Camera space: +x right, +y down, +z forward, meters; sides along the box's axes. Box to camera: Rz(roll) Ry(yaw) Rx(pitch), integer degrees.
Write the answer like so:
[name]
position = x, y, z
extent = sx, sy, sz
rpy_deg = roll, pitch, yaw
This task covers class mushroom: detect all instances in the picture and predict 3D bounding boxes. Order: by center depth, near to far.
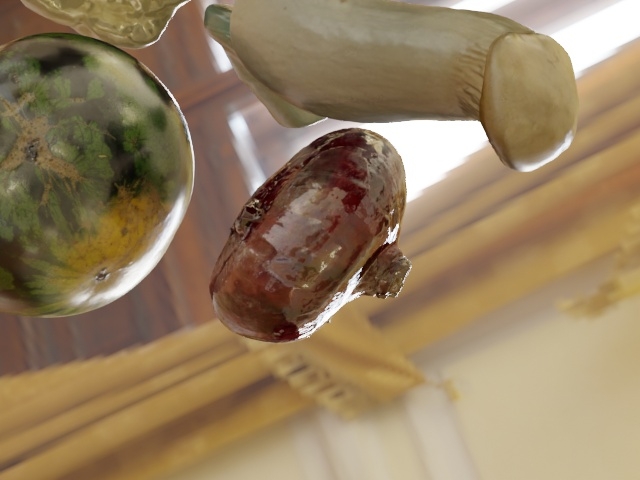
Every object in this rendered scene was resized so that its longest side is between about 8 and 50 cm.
[mushroom]
position = 0.069, -0.141, 1.418
extent = 0.329, 0.159, 0.122
rpy_deg = 21, -60, 43

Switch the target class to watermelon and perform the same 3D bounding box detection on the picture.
[watermelon]
position = -0.246, -0.058, 1.675
extent = 0.269, 0.269, 0.269
rpy_deg = 61, 10, -19

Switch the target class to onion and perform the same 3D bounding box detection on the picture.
[onion]
position = 0.000, 0.000, 1.520
extent = 0.151, 0.206, 0.098
rpy_deg = 31, -2, 7

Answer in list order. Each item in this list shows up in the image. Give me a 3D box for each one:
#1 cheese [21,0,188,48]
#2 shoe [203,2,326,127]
[cheese]
position = -0.227, -0.375, 2.039
extent = 0.115, 0.318, 0.326
rpy_deg = -114, -167, -58
[shoe]
position = -0.028, -0.174, 1.976
extent = 0.251, 0.100, 0.103
rpy_deg = 21, 13, -29
